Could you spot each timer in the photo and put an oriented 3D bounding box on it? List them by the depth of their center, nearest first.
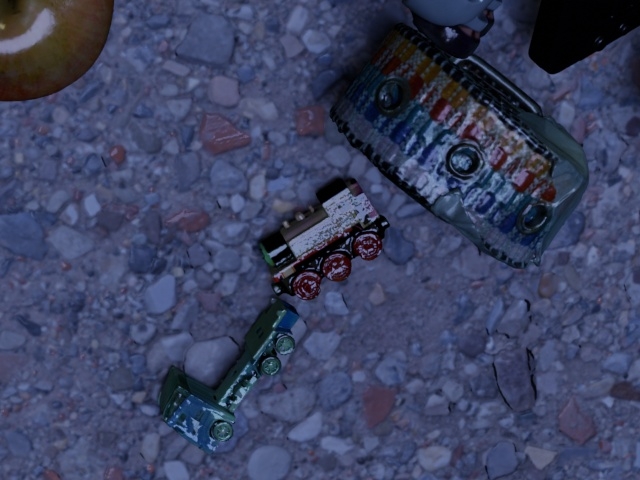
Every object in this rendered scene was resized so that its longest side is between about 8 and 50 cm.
[{"bbox_3d":[0.284,-0.254,1.705,0.187,0.055,0.144,-31,149,-28],"label":"timer"}]

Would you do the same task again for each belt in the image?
[{"bbox_3d":[0.143,-0.092,1.699,0.257,0.207,0.150,36,101,-14],"label":"belt"}]

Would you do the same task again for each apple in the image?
[{"bbox_3d":[-0.287,-0.224,1.573,0.209,0.164,0.209,-3,100,-18],"label":"apple"}]

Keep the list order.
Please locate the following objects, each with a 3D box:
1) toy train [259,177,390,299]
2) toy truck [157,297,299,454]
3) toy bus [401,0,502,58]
[{"bbox_3d":[0.000,0.000,1.785,0.138,0.050,0.087,-33,109,1],"label":"toy train"},{"bbox_3d":[-0.095,0.130,1.799,0.081,0.067,0.175,33,100,-21],"label":"toy truck"},{"bbox_3d":[0.114,-0.312,1.586,0.232,0.288,0.194,37,110,-3],"label":"toy bus"}]
